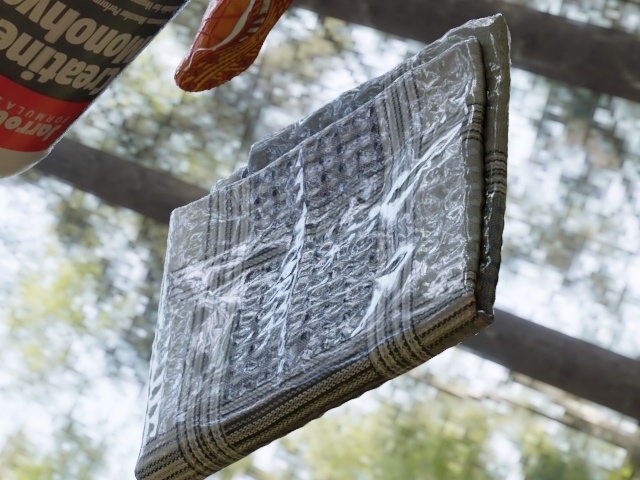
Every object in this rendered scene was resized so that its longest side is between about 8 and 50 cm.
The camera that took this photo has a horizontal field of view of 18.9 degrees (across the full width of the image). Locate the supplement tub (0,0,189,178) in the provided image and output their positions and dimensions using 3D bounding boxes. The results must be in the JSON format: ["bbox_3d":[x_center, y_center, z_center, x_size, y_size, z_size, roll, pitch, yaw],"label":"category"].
[{"bbox_3d":[-0.179,-0.156,1.057,0.272,0.191,0.191,-45,-33,19],"label":"supplement tub"}]

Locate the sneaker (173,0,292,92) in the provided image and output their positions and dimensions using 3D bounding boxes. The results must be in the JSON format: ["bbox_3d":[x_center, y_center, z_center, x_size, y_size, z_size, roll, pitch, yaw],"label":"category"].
[{"bbox_3d":[-0.083,-0.214,1.853,0.175,0.067,0.064,-48,-38,18],"label":"sneaker"}]

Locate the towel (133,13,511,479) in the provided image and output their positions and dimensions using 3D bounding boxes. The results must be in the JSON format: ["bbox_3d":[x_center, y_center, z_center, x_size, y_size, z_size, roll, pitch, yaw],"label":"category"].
[{"bbox_3d":[0.000,0.000,1.370,0.056,0.312,0.324,41,-145,-27],"label":"towel"}]
